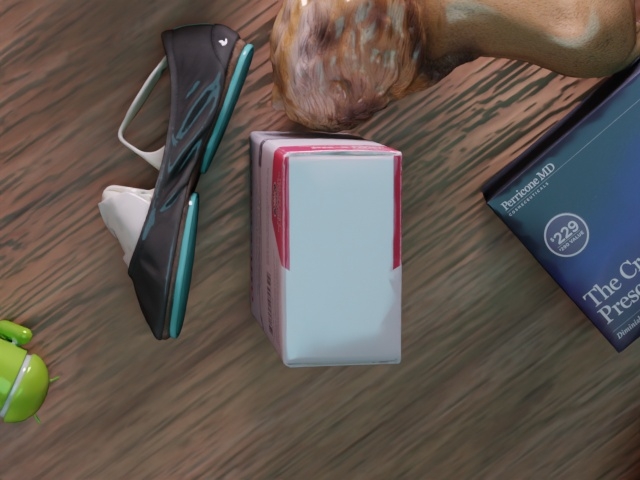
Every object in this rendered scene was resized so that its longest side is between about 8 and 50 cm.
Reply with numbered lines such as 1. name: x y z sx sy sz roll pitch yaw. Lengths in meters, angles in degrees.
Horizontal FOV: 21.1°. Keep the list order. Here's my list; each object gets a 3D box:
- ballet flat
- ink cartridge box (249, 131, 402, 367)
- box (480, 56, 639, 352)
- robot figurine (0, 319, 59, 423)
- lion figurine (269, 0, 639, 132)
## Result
1. ballet flat: -0.136 -0.056 1.504 0.096 0.095 0.280 14 86 2
2. ink cartridge box: 0.000 0.000 1.446 0.100 0.237 0.172 -1 98 -9
3. box: 0.300 -0.058 1.518 0.261 0.103 0.184 -42 93 8
4. robot figurine: -0.292 0.119 1.516 0.115 0.067 0.101 24 83 -9
5. lion figurine: 0.154 -0.205 1.476 0.392 0.142 0.240 3 83 1
